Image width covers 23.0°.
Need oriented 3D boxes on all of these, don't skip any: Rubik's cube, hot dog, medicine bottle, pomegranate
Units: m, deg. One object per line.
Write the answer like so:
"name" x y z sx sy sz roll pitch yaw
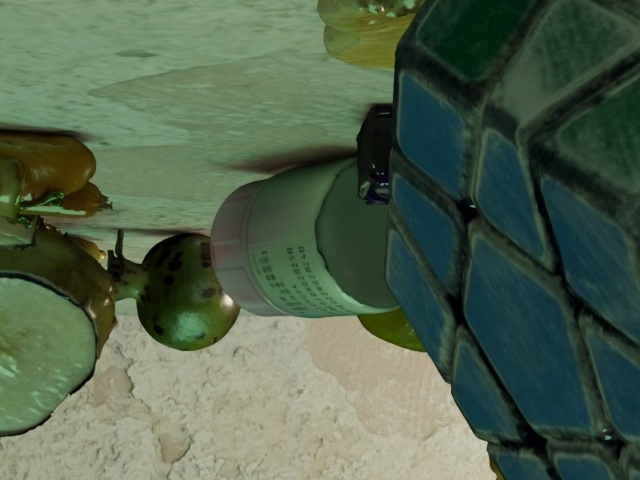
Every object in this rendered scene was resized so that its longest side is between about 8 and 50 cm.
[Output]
"Rubik's cube" 0.175 -0.021 0.524 0.264 0.319 0.319 -25 -178 -19
"hot dog" -0.292 -0.049 1.196 0.270 0.072 0.109 3 176 -11
"medicine bottle" 0.000 0.000 1.328 0.135 0.135 0.168 6 172 -39
"pomegranate" -0.176 0.057 1.855 0.169 0.148 0.148 11 173 -1

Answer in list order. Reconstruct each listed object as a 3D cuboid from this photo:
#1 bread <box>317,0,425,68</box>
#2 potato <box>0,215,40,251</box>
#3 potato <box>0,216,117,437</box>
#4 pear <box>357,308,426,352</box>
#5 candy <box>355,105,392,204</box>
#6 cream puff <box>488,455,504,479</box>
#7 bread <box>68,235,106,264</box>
"bread" 0.125 -0.108 0.761 0.251 0.039 0.182 0 174 7
"potato" -0.294 -0.030 1.341 0.122 0.086 0.061 -3 159 40
"potato" -0.346 0.056 1.715 0.246 0.196 0.300 25 137 -20
"pear" 0.112 0.046 1.680 0.149 0.148 0.162 6 169 -39
"candy" 0.182 -0.057 1.122 0.312 0.061 0.088 1 171 -4
"cream puff" 0.291 0.117 1.649 0.343 0.231 0.327 -41 -179 4
"bread" -0.299 0.013 1.917 0.049 0.033 0.088 13 176 26
